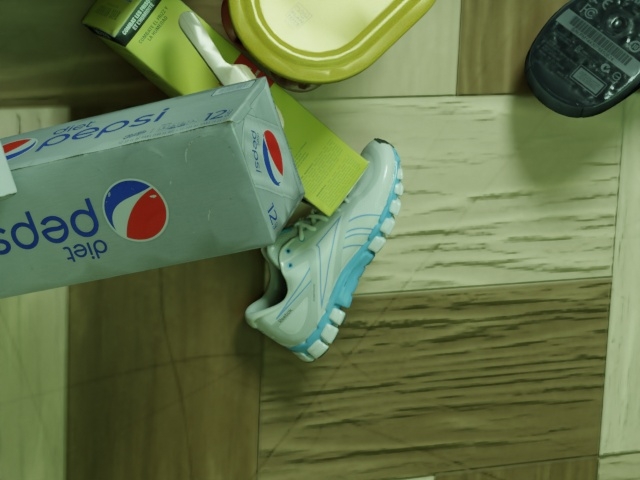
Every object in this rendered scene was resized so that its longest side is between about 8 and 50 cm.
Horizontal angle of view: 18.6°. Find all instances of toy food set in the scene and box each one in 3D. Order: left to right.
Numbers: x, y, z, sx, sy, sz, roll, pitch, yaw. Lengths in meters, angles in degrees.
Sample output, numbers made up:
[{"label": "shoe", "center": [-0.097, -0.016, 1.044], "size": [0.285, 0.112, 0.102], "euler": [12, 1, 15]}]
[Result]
[{"label": "toy food set", "center": [-0.005, -0.174, 1.451], "size": [0.218, 0.071, 0.128], "euler": [-43, 87, -15]}]

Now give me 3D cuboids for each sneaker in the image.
[{"label": "sneaker", "center": [0.000, 0.000, 1.569], "size": [0.083, 0.071, 0.191], "euler": [25, 92, -21]}]

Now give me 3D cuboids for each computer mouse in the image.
[{"label": "computer mouse", "center": [0.305, -0.178, 1.624], "size": [0.262, 0.184, 0.060], "euler": [-51, 161, -10]}]

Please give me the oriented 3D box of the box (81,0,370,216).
[{"label": "box", "center": [-0.072, -0.112, 1.498], "size": [0.232, 0.087, 0.058], "euler": [40, 85, -26]}]

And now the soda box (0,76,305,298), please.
[{"label": "soda box", "center": [-0.163, -0.030, 1.388], "size": [0.286, 0.091, 0.098], "euler": [-12, 111, 20]}]

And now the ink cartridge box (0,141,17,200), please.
[{"label": "ink cartridge box", "center": [-0.319, -0.102, 1.319], "size": [0.154, 0.093, 0.212], "euler": [-18, 92, 21]}]
